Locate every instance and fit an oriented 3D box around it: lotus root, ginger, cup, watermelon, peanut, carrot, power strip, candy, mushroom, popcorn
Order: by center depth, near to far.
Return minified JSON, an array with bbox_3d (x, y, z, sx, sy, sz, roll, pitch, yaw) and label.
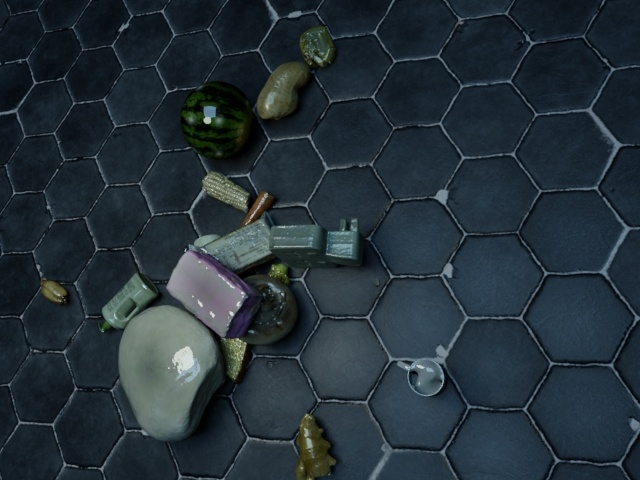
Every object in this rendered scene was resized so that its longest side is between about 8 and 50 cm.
[{"bbox_3d":[0.290,0.369,1.612,0.099,0.133,0.136,-38,67,6],"label":"cup"},{"bbox_3d":[-0.018,0.609,1.674,0.115,0.081,0.206,-5,80,49],"label":"ginger"},{"bbox_3d":[-0.309,0.156,1.692,0.265,0.115,0.156,33,96,25],"label":"candy"},{"bbox_3d":[0.000,0.000,1.759,0.260,0.229,0.141,-1,73,18],"label":"power strip"},{"bbox_3d":[-0.179,0.211,1.775,0.226,0.178,0.227,6,65,-14],"label":"mushroom"},{"bbox_3d":[-0.496,0.394,1.813,0.427,0.186,0.386,41,101,35],"label":"candy"},{"bbox_3d":[-0.128,0.111,1.863,0.083,0.059,0.068,43,90,15],"label":"popcorn"},{"bbox_3d":[-0.237,-0.070,1.959,0.057,0.057,0.224,37,93,23],"label":"carrot"},{"bbox_3d":[-0.356,-0.414,1.988,0.268,0.269,0.269,-5,73,17],"label":"watermelon"},{"bbox_3d":[-0.127,-0.523,2.012,0.253,0.137,0.122,-63,22,-6],"label":"peanut"},{"bbox_3d":[-0.977,0.188,2.115,0.151,0.063,0.072,35,115,17],"label":"lotus root"}]

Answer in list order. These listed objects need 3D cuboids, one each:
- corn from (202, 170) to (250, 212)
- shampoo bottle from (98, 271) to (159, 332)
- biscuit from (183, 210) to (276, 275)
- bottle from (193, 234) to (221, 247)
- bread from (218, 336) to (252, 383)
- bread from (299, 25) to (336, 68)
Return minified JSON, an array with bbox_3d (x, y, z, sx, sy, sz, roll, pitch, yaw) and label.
[{"bbox_3d":[-0.314,-0.170,1.994,0.210,0.087,0.087,27,84,19],"label":"corn"},{"bbox_3d":[-0.673,0.229,1.991,0.234,0.087,0.118,-46,66,2],"label":"shampoo bottle"},{"bbox_3d":[-0.263,0.032,1.857,0.308,0.079,0.186,-28,73,-17],"label":"biscuit"},{"bbox_3d":[-0.348,0.109,1.910,0.104,0.104,0.245,-21,69,12],"label":"bottle"},{"bbox_3d":[-0.275,0.357,1.842,0.103,0.065,0.188,14,81,15],"label":"bread"},{"bbox_3d":[-0.009,-0.682,2.046,0.117,0.064,0.157,-26,67,11],"label":"bread"}]
